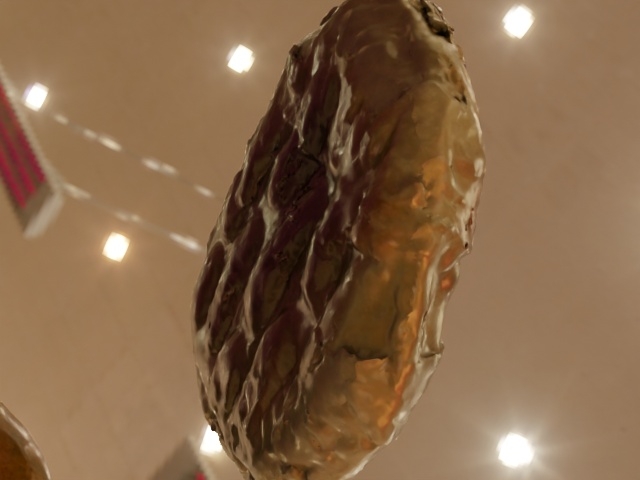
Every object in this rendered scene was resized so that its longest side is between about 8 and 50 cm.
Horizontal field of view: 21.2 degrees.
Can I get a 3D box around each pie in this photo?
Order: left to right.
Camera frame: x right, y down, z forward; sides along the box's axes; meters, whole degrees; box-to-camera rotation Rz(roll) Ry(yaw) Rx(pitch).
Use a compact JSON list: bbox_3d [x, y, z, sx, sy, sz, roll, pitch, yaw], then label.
[{"bbox_3d":[0.000,0.000,0.909,0.306,0.071,0.306,-168,-90,-67],"label":"pie"}]

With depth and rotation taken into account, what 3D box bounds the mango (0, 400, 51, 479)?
[{"bbox_3d":[-0.265,0.131,1.011,0.221,0.120,0.151,1,-111,0],"label":"mango"}]
